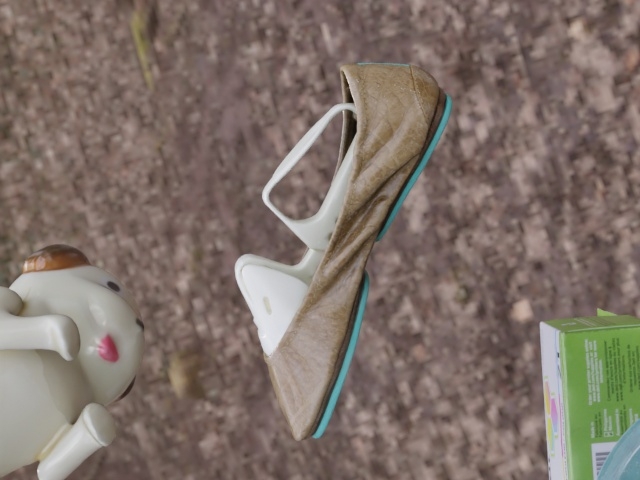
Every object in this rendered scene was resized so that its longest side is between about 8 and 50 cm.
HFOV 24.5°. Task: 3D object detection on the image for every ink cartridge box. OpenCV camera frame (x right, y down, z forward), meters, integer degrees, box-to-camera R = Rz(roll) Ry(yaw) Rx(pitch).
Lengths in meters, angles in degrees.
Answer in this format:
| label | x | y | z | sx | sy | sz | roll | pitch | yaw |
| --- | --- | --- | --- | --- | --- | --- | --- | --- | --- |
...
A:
| label | x | y | z | sx | sy | sz | roll | pitch | yaw |
| --- | --- | --- | --- | --- | --- | --- | --- | --- | --- |
| ink cartridge box | 0.271 | 0.170 | 1.487 | 0.255 | 0.097 | 0.188 | -153 | 58 | -87 |

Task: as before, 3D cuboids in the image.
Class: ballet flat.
| label | x | y | z | sx | sy | sz | roll | pitch | yaw |
| --- | --- | --- | --- | --- | --- | --- | --- | --- | --- |
| ballet flat | 0.000 | 0.000 | 1.285 | 0.116 | 0.124 | 0.342 | -137 | 68 | -77 |

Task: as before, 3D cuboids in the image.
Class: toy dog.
| label | x | y | z | sx | sy | sz | roll | pitch | yaw |
| --- | --- | --- | --- | --- | --- | --- | --- | --- | --- |
| toy dog | -0.397 | 0.188 | 1.875 | 0.395 | 0.408 | 0.284 | -12 | 108 | 59 |

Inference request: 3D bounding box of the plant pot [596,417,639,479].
| label | x | y | z | sx | sy | sz | roll | pitch | yaw |
| --- | --- | --- | --- | --- | --- | --- | --- | --- | --- |
| plant pot | 0.312 | 0.217 | 1.039 | 0.196 | 0.293 | 0.293 | 34 | -179 | -35 |
